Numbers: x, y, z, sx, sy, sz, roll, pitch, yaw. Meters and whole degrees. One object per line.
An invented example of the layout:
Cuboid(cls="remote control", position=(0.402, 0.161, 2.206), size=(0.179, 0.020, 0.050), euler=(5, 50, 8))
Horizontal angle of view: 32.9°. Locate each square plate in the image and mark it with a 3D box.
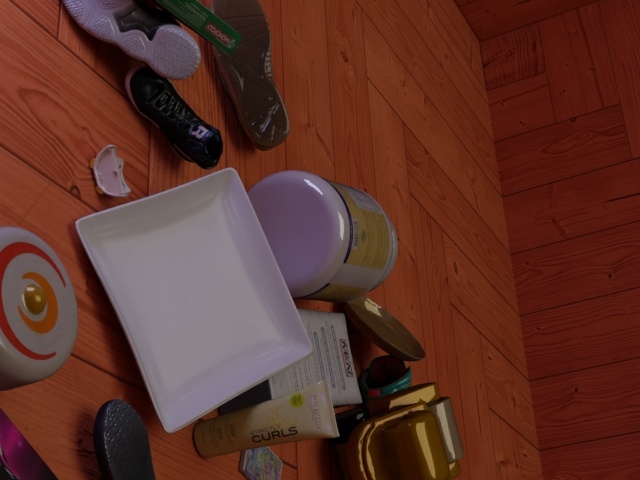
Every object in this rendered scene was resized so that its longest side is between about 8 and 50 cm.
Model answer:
Cuboid(cls="square plate", position=(-0.196, 0.085, 1.724), size=(0.344, 0.049, 0.347), euler=(-24, 91, -45))

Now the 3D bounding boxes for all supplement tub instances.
Cuboid(cls="supplement tub", position=(0.000, 0.000, 2.126), size=(0.331, 0.241, 0.241), euler=(13, 64, -65))

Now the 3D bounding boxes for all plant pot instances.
Cuboid(cls="plant pot", position=(0.135, 0.197, 2.444), size=(0.236, 0.032, 0.236), euler=(37, 12, -9))

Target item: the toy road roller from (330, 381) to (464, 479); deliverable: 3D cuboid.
Cuboid(cls="toy road roller", position=(0.191, 0.416, 2.197), size=(0.329, 0.240, 0.203), euler=(-13, 87, -38))

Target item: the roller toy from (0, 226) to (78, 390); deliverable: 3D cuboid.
Cuboid(cls="roller toy", position=(-0.388, 0.086, 1.297), size=(0.209, 0.146, 0.191), euler=(47, 35, -49))

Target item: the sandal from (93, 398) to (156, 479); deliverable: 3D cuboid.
Cuboid(cls="sandal", position=(-0.273, 0.344, 1.527), size=(0.097, 0.054, 0.255), euler=(-46, 127, -56))

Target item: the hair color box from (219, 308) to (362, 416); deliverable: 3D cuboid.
Cuboid(cls="hair color box", position=(-0.061, 0.226, 2.002), size=(0.374, 0.113, 0.185), euler=(13, 63, -63))

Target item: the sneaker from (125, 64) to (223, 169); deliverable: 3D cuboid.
Cuboid(cls="sneaker", position=(-0.235, -0.211, 1.857), size=(0.079, 0.121, 0.217), euler=(-51, 134, -16))

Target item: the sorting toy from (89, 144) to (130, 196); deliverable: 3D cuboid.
Cuboid(cls="sorting toy", position=(-0.323, -0.103, 1.713), size=(0.075, 0.044, 0.083), euler=(0, 75, -74))

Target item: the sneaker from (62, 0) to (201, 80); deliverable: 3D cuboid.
Cuboid(cls="sneaker", position=(-0.325, -0.370, 1.815), size=(0.268, 0.101, 0.153), euler=(36, 6, -21))

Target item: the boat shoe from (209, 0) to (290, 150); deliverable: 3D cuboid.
Cuboid(cls="boat shoe", position=(-0.154, -0.347, 2.196), size=(0.110, 0.121, 0.341), euler=(165, -88, -76))

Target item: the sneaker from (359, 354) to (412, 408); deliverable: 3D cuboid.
Cuboid(cls="sneaker", position=(0.173, 0.344, 2.464), size=(0.295, 0.123, 0.179), euler=(-16, 100, -66))

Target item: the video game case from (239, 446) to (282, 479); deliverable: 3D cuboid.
Cuboid(cls="video game case", position=(-0.104, 0.398, 1.917), size=(0.122, 0.011, 0.087), euler=(54, 30, -38))

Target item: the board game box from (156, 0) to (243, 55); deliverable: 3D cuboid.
Cuboid(cls="board game box", position=(-0.290, -0.437, 1.839), size=(0.213, 0.046, 0.317), euler=(37, 4, 31))

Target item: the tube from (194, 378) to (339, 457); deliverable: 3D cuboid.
Cuboid(cls="tube", position=(-0.087, 0.291, 1.731), size=(0.070, 0.240, 0.062), euler=(64, 22, -24))

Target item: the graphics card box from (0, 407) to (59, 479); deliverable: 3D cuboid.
Cuboid(cls="graphics card box", position=(-0.424, 0.264, 1.167), size=(0.371, 0.094, 0.233), euler=(62, 25, -28))
